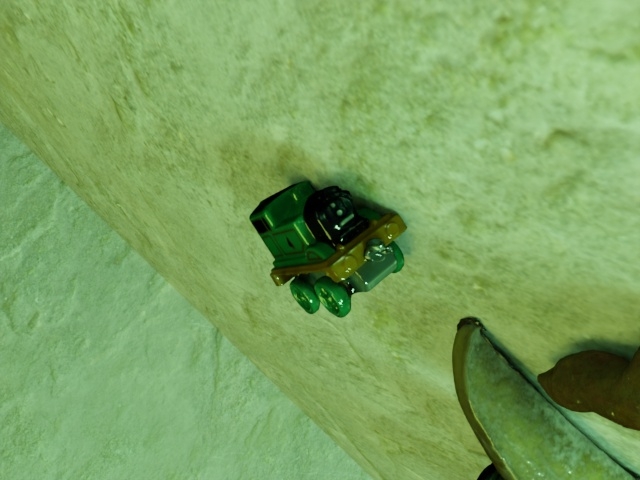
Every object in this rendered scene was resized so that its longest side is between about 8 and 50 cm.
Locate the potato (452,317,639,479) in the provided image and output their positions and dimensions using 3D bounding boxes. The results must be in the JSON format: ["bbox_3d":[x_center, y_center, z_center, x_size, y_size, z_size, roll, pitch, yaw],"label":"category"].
[{"bbox_3d":[0.208,0.213,0.634,0.261,0.100,0.120,43,160,0],"label":"potato"}]

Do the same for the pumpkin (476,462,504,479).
[{"bbox_3d":[0.287,0.366,0.748,0.202,0.140,0.202,39,160,18],"label":"pumpkin"}]

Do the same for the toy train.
[{"bbox_3d":[0.000,0.000,0.609,0.136,0.091,0.228,56,159,-7],"label":"toy train"}]

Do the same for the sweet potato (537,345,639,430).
[{"bbox_3d":[0.228,0.112,0.447,0.218,0.051,0.065,122,141,-70],"label":"sweet potato"}]
